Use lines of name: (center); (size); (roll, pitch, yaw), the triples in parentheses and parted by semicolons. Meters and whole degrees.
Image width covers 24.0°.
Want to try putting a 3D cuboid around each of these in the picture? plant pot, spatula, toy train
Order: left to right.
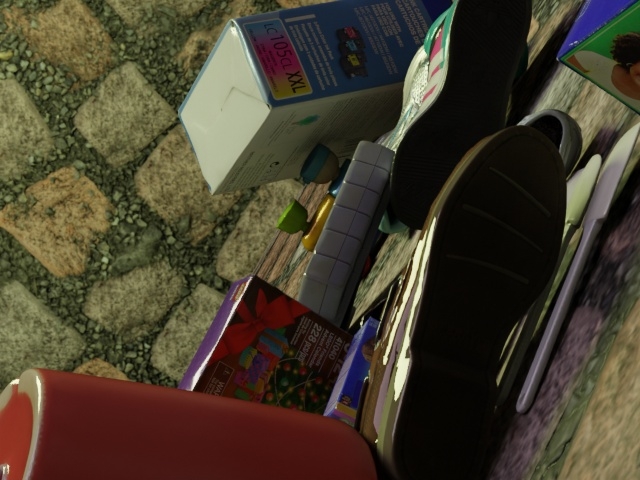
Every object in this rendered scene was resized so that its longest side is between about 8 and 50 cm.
plant pot: (-0.129, 0.219, 1.077); (0.275, 0.243, 0.275); (-49, 28, 37)
toy train: (0.000, 0.000, 2.051); (0.248, 0.143, 0.105); (-59, 7, 9)
spatula: (0.180, 0.033, 1.183); (0.242, 0.019, 0.168); (-66, 9, -16)

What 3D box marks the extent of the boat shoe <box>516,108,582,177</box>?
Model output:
boat shoe: (0.145, -0.019, 1.298); (0.227, 0.079, 0.081); (-57, -16, 3)

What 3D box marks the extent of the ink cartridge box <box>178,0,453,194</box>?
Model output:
ink cartridge box: (0.036, -0.213, 2.086); (0.270, 0.396, 0.151); (-47, 59, 58)

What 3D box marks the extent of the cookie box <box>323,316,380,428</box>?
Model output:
cookie box: (0.060, 0.133, 1.306); (0.040, 0.092, 0.107); (-57, 8, 49)

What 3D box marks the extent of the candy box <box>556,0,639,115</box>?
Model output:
candy box: (0.305, -0.234, 0.934); (0.268, 0.122, 0.317); (-61, 6, -16)

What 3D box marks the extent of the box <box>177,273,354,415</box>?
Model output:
box: (-0.051, 0.205, 1.334); (0.293, 0.201, 0.057); (-63, 17, -20)

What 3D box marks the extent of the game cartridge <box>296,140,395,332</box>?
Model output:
game cartridge: (0.007, 0.083, 1.744); (0.355, 0.068, 0.230); (105, -178, -49)

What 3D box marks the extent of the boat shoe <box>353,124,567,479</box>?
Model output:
boat shoe: (0.093, 0.052, 1.156); (0.104, 0.111, 0.307); (-17, 46, 63)

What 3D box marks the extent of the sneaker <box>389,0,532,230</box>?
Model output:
sneaker: (0.156, -0.160, 1.703); (0.178, 0.124, 0.295); (-49, -20, -80)

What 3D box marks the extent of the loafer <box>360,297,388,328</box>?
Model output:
loafer: (0.074, 0.088, 1.439); (0.080, 0.078, 0.220); (-64, 8, -29)

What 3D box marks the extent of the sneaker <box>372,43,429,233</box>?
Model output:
sneaker: (0.140, -0.126, 1.848); (0.122, 0.110, 0.283); (-99, 32, -58)
